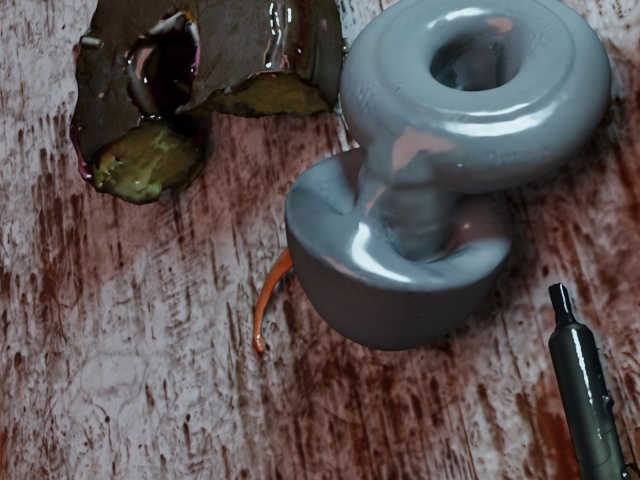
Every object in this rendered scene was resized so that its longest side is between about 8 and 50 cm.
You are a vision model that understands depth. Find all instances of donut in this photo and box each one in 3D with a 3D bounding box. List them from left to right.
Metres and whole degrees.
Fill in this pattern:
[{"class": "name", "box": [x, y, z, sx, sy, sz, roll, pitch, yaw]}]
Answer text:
[{"class": "donut", "box": [-0.125, -0.202, 1.100, 0.345, 0.136, 0.259, -24, 62, 35]}]

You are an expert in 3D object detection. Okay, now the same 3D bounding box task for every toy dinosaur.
[{"class": "toy dinosaur", "box": [0.005, 0.002, 0.986, 0.279, 0.055, 0.101, -61, 39, 14]}]

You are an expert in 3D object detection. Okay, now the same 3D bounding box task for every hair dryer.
[{"class": "hair dryer", "box": [0.217, 0.131, 0.753, 0.195, 0.078, 0.248, -29, 56, 32]}]

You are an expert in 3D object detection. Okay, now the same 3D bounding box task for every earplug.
[{"class": "earplug", "box": [0.096, -0.064, 0.852, 0.214, 0.175, 0.325, 29, 91, 29]}]
